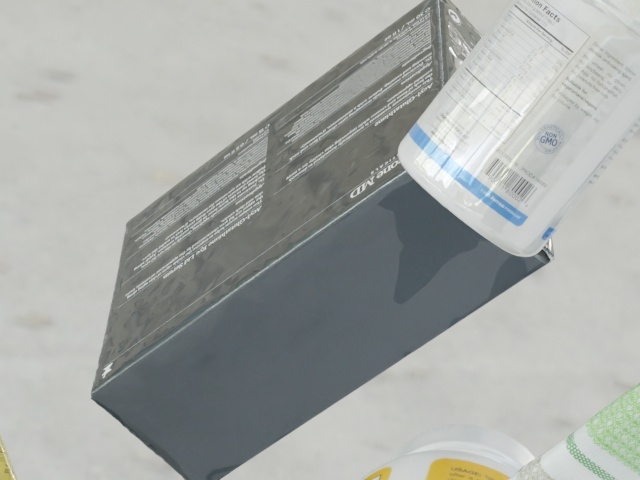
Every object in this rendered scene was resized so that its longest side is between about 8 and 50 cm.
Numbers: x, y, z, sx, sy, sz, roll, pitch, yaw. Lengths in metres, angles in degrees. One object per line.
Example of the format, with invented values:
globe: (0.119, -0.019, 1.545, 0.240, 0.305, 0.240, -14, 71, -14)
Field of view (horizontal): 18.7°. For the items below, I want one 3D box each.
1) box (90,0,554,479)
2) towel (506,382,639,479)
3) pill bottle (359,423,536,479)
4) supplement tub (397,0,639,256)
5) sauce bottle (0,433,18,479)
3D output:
box: (0.000, 0.000, 1.138, 0.103, 0.261, 0.184, 46, 25, -21)
towel: (0.126, 0.088, 0.617, 0.113, 0.152, 0.023, 38, 45, -9)
pill bottle: (0.051, 0.165, 0.861, 0.117, 0.118, 0.208, 17, 23, 5)
supplement tub: (0.087, -0.054, 0.748, 0.071, 0.107, 0.071, 37, 9, -7)
sauce bottle: (-0.216, 0.108, 1.161, 0.042, 0.042, 0.128, -6, 59, -40)
